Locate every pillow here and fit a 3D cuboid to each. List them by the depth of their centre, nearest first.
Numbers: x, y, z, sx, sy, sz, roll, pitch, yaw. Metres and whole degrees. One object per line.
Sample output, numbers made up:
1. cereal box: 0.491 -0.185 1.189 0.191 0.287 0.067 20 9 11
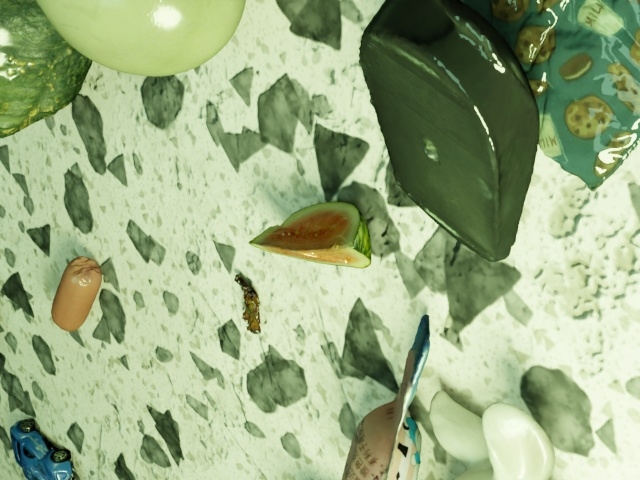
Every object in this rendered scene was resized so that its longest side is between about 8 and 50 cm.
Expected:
1. pillow: 0.194 -0.186 0.779 0.255 0.034 0.189 48 136 17

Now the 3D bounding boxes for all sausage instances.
1. sausage: -0.390 0.085 1.454 0.062 0.062 0.154 50 136 17

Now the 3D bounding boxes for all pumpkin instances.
1. pumpkin: -0.459 -0.282 1.221 0.327 0.257 0.292 43 120 32

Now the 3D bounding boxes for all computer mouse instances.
1. computer mouse: 0.124 -0.107 0.811 0.168 0.087 0.295 43 164 32

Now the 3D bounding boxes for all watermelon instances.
1. watermelon: 0.006 -0.011 1.017 0.163 0.087 0.069 2 78 43

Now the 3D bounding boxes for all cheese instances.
1. cheese: 0.075 0.220 0.991 0.074 0.189 0.286 16 106 0

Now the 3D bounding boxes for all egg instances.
1. egg: -0.200 -0.293 0.987 0.269 0.219 0.219 40 131 33

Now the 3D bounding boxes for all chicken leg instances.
1. chicken leg: -0.091 0.083 1.185 0.036 0.021 0.083 0 107 55

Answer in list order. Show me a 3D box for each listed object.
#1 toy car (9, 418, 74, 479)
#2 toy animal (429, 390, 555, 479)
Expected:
1. toy car: -0.543 0.424 1.752 0.216 0.063 0.103 25 124 35
2. toy animal: 0.175 0.321 0.936 0.208 0.154 0.325 169 102 -67
